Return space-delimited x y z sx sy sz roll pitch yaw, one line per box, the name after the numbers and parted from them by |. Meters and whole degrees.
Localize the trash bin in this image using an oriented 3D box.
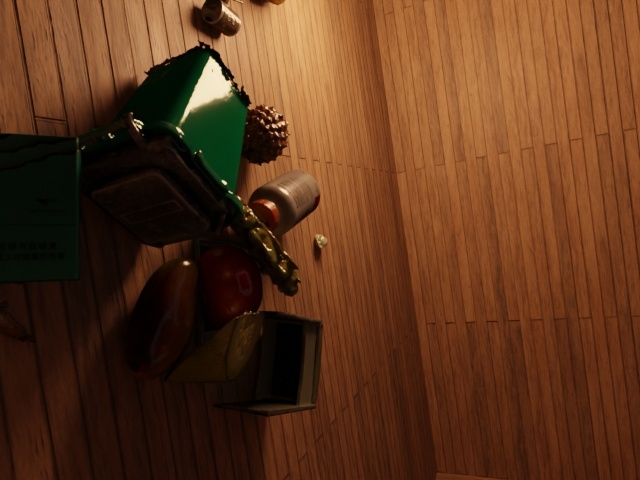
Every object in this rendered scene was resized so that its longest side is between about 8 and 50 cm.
-0.307 -0.212 0.927 0.295 0.258 0.381 55 31 -45 | trash bin

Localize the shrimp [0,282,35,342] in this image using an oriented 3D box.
-0.485 0.107 0.705 0.127 0.025 0.091 63 30 -31 | shrimp

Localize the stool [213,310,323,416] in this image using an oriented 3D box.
-0.127 0.322 1.206 0.269 0.170 0.244 30 61 -60 | stool

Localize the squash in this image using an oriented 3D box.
-0.234 0.228 0.958 0.237 0.154 0.204 42 64 -78 | squash

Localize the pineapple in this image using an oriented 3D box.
-0.177 -0.297 1.314 0.166 0.166 0.193 56 35 -43 | pineapple

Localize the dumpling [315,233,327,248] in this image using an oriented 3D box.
-0.001 0.000 1.734 0.059 0.043 0.077 56 49 -15 | dumpling

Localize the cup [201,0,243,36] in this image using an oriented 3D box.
-0.275 -0.646 1.278 0.099 0.074 0.102 5 99 -66 | cup

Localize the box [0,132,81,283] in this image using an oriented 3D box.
-0.454 -0.049 0.685 0.160 0.042 0.227 -1 82 -22 | box

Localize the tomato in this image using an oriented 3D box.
-0.213 0.107 1.056 0.135 0.195 0.195 -13 97 -27 | tomato

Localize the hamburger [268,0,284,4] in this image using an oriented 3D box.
-0.162 -0.964 1.500 0.314 0.170 0.290 59 31 -38 | hamburger

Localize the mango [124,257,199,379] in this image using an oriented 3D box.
-0.320 0.158 0.934 0.133 0.111 0.268 36 51 -35 | mango

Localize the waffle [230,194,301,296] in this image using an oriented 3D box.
-0.161 0.005 1.144 0.317 0.073 0.297 57 -11 -19 | waffle

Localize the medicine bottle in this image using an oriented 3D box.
-0.119 -0.111 1.377 0.288 0.156 0.157 -45 123 -59 | medicine bottle

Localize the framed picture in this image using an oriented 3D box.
-0.256 0.131 1.190 0.216 0.015 0.274 9 76 -64 | framed picture
